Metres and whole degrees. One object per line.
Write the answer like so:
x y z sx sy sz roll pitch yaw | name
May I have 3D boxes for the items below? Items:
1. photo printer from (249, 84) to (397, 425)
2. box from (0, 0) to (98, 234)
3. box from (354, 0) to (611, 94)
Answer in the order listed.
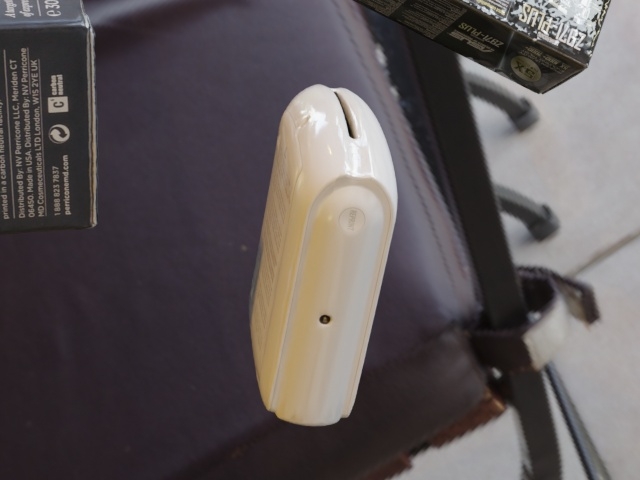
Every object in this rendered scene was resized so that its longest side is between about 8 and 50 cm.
0.000 0.000 1.460 0.256 0.107 0.307 -105 23 -62 | photo printer
-0.422 -0.156 1.298 0.396 0.212 0.293 -5 32 -14 | box
0.125 -0.215 1.011 0.147 0.180 0.077 -70 13 -16 | box
